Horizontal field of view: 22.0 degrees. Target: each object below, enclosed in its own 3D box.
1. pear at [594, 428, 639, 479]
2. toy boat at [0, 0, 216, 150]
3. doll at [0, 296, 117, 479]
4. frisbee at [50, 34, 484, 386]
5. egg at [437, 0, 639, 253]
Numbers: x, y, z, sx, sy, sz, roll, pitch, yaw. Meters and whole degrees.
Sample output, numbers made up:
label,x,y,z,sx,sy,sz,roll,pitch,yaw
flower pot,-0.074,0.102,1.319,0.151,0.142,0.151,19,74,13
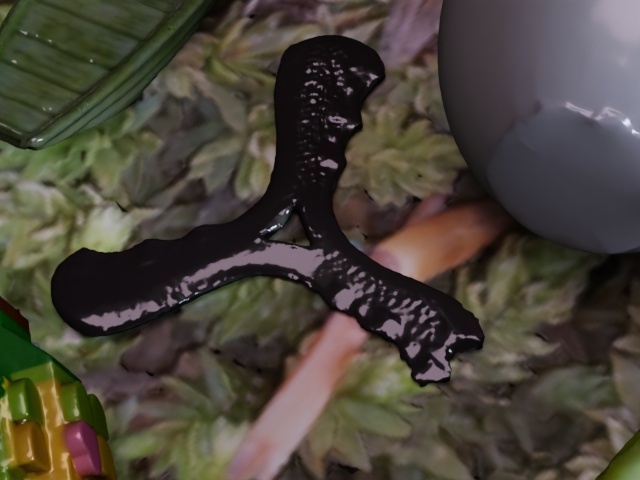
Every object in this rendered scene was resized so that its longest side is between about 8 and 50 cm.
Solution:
label,x,y,z,sx,sy,sz,roll,pitch,yaw
pear,0.265,0.154,0.523,0.398,0.399,0.165,19,30,14
toy boat,-0.087,-0.153,0.850,0.093,0.055,0.293,23,64,15
doll,-0.143,0.108,0.675,0.134,0.106,0.186,-42,66,-8
frisbee,0.000,0.000,0.780,0.187,0.012,0.211,33,66,20
egg,0.147,-0.105,0.735,0.176,0.176,0.232,21,60,15
